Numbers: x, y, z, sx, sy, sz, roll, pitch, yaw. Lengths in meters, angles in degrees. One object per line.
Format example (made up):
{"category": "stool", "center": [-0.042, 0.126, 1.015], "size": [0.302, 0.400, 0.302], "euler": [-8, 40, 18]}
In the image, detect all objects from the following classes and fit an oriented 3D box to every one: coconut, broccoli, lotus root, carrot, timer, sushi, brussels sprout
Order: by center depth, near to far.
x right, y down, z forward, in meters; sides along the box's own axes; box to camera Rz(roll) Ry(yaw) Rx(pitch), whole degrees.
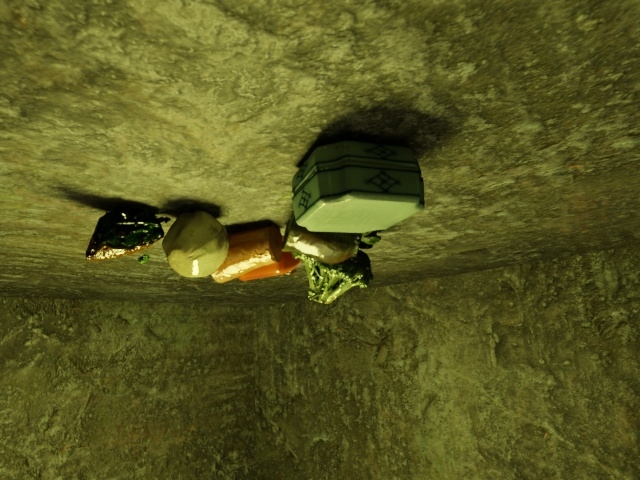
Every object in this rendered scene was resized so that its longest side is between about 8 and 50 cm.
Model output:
{"category": "sushi", "center": [-0.584, -0.030, 1.217], "size": [0.140, 0.148, 0.287], "euler": [-24, 178, 29]}
{"category": "coconut", "center": [-0.388, 0.003, 1.324], "size": [0.225, 0.224, 0.224], "euler": [-4, 165, -1]}
{"category": "lotus root", "center": [0.009, 0.006, 1.410], "size": [0.261, 0.149, 0.267], "euler": [16, 165, -9]}
{"category": "brussels sprout", "center": [0.151, -0.039, 1.516], "size": [0.139, 0.100, 0.181], "euler": [4, 179, 41]}
{"category": "carrot", "center": [-0.269, 0.047, 1.536], "size": [0.255, 0.195, 0.196], "euler": [-10, 164, 14]}
{"category": "broccoli", "center": [0.037, 0.107, 1.634], "size": [0.304, 0.283, 0.321], "euler": [15, -172, -37]}
{"category": "timer", "center": [-0.218, 0.070, 1.804], "size": [0.258, 0.161, 0.250], "euler": [-11, 179, 25]}

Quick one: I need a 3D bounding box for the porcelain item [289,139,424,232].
{"category": "porcelain item", "center": [0.085, -0.125, 1.023], "size": [0.286, 0.156, 0.281], "euler": [0, 167, -21]}

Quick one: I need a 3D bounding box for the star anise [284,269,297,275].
{"category": "star anise", "center": [-0.206, 0.158, 2.226], "size": [0.168, 0.057, 0.168], "euler": [-4, 167, -1]}

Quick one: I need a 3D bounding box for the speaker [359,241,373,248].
{"category": "speaker", "center": [0.166, -0.003, 1.681], "size": [0.095, 0.075, 0.060], "euler": [-5, 173, 29]}

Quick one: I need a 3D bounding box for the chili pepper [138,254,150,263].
{"category": "chili pepper", "center": [-0.781, 0.085, 1.843], "size": [0.034, 0.030, 0.091], "euler": [35, 143, -28]}
